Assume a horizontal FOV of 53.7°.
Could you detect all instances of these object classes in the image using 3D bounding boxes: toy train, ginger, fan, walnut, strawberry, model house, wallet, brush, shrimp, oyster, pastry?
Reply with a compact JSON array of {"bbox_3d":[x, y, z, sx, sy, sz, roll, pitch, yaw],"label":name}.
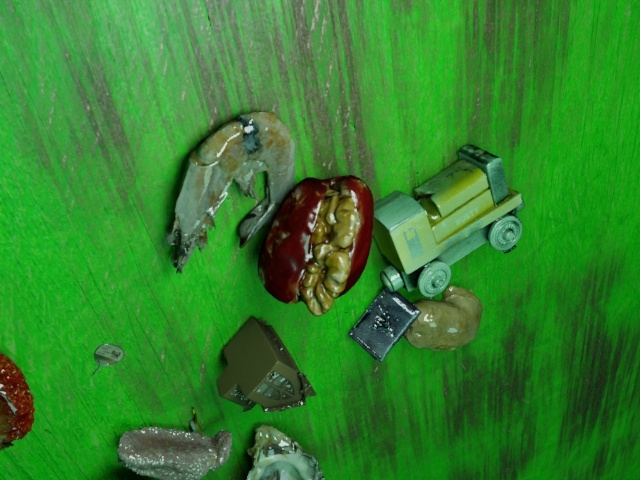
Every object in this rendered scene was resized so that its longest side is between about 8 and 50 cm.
[{"bbox_3d":[0.293,-0.043,1.458,0.397,0.160,0.253,-31,124,-9],"label":"toy train"},{"bbox_3d":[0.311,0.212,1.641,0.267,0.152,0.138,-9,153,-32],"label":"ginger"},{"bbox_3d":[-0.435,0.244,1.299,0.060,0.003,0.080,0,118,-30],"label":"fan"},{"bbox_3d":[0.000,0.000,1.246,0.221,0.244,0.269,10,106,-13],"label":"walnut"},{"bbox_3d":[-0.605,0.272,1.160,0.175,0.107,0.236,12,117,5],"label":"strawberry"},{"bbox_3d":[-0.098,0.324,1.434,0.176,0.181,0.248,-47,129,4],"label":"model house"},{"bbox_3d":[0.158,0.206,1.570,0.166,0.111,0.030,-52,170,7],"label":"wallet"},{"bbox_3d":[-0.297,0.426,1.488,0.021,0.019,0.083,-14,127,-11],"label":"brush"},{"bbox_3d":[-0.171,-0.079,1.210,0.247,0.085,0.360,27,100,-46],"label":"shrimp"},{"bbox_3d":[-0.114,0.622,1.668,0.237,0.115,0.352,-19,123,-9],"label":"oyster"},{"bbox_3d":[-0.337,0.488,1.439,0.265,0.103,0.112,10,123,-25],"label":"pastry"}]

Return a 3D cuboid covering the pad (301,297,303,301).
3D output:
[{"bbox_3d":[0.015,0.069,1.457,0.116,0.004,0.193,29,102,-39],"label":"pad"}]
